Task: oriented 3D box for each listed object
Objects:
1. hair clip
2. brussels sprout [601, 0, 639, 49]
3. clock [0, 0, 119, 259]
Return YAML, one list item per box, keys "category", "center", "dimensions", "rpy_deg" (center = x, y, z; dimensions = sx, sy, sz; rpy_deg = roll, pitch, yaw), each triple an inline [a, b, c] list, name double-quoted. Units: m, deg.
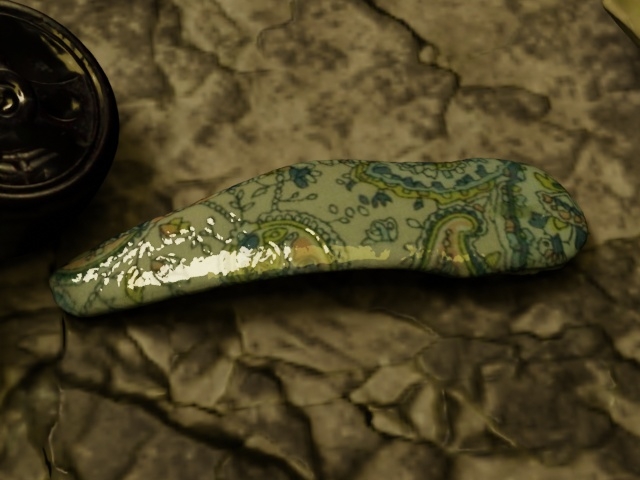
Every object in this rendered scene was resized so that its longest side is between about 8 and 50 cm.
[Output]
- category: "hair clip"
  center: [0.001, -0.002, 0.627]
  dimensions: [0.229, 0.036, 0.066]
  rpy_deg: [-8, 55, -6]
- category: "brussels sprout"
  center: [0.203, -0.121, 0.651]
  dimensions: [0.155, 0.117, 0.155]
  rpy_deg: [-13, 60, 25]
- category: "clock"
  center: [-0.247, 0.021, 0.521]
  dimensions: [0.276, 0.120, 0.379]
  rpy_deg: [29, 53, -15]
